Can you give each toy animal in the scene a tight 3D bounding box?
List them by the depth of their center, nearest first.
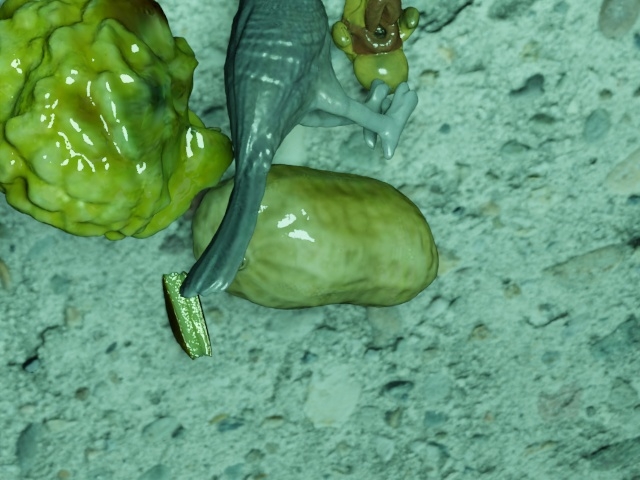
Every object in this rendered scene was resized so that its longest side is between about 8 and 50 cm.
[{"bbox_3d":[-0.020,-0.117,1.465,0.206,0.367,0.081,11,160,-35],"label":"toy animal"}]

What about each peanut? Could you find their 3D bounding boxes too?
[{"bbox_3d":[0.000,0.000,1.635,0.224,0.129,0.129,1,124,-20],"label":"peanut"}]

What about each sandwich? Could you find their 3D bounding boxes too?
[{"bbox_3d":[-0.123,0.070,1.704,0.031,0.044,0.083,-14,85,-13],"label":"sandwich"}]

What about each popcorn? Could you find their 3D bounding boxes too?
[{"bbox_3d":[-0.180,-0.097,1.457,0.169,0.218,0.189,-17,149,27],"label":"popcorn"}]

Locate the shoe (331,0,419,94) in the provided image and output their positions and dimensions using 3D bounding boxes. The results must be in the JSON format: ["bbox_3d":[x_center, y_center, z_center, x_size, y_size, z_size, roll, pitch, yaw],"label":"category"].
[{"bbox_3d":[0.044,-0.175,1.560,0.072,0.069,0.109,7,117,-15],"label":"shoe"}]
